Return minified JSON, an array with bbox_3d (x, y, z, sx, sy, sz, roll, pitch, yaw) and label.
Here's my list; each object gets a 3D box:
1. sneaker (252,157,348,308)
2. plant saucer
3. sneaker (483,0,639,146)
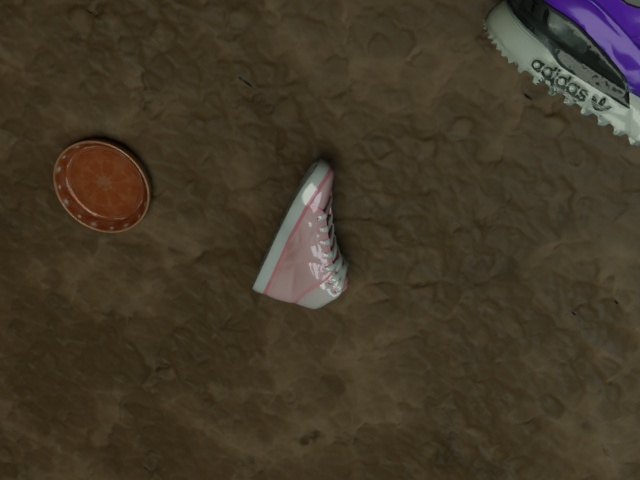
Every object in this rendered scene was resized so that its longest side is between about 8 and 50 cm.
[{"bbox_3d":[0.000,0.000,0.824,0.070,0.051,0.134,25,125,-2],"label":"sneaker"},{"bbox_3d":[-0.177,-0.046,0.865,0.084,0.013,0.083,6,120,10],"label":"plant saucer"},{"bbox_3d":[0.261,-0.115,0.658,0.293,0.102,0.146,29,121,-3],"label":"sneaker"}]
